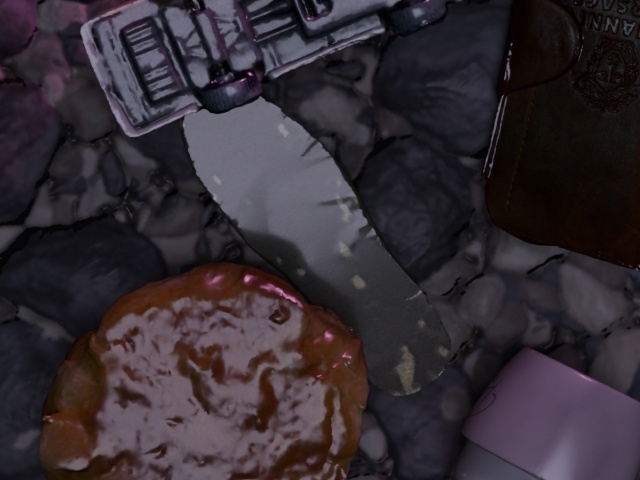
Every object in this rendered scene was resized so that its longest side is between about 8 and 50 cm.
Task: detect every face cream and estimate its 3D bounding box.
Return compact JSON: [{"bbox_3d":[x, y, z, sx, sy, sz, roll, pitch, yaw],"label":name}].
[{"bbox_3d":[0.150,0.134,1.090,0.117,0.117,0.104,25,89,-9],"label":"face cream"}]

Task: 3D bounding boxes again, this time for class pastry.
[{"bbox_3d":[-0.064,0.128,1.079,0.218,0.100,0.229,-26,98,-1],"label":"pastry"}]

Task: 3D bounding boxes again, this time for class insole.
[{"bbox_3d":[0.000,0.000,1.104,0.081,0.011,0.248,-36,103,6],"label":"insole"}]

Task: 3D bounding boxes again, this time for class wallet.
[{"bbox_3d":[0.177,-0.116,1.055,0.137,0.031,0.255,16,100,29],"label":"wallet"}]

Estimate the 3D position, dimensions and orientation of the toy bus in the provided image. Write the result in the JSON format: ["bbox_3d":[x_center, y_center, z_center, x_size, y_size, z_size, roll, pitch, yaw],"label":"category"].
[{"bbox_3d":[-0.011,-0.151,1.025,0.268,0.106,0.092,-23,102,-2],"label":"toy bus"}]
